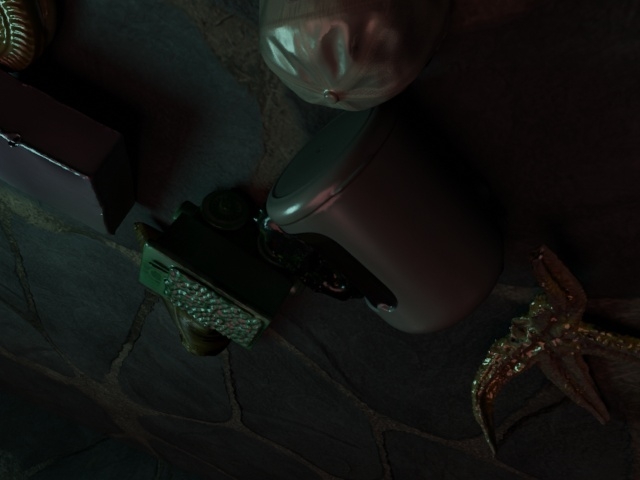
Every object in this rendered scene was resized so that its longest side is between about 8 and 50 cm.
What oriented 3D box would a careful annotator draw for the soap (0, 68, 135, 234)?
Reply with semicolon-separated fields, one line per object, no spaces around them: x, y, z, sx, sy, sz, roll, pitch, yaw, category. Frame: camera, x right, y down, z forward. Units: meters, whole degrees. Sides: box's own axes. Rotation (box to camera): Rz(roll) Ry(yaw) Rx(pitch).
-0.482;-0.148;0.903;0.296;0.107;0.285;30;156;-5;soap

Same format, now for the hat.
0.014;-0.261;0.523;0.232;0.161;0.275;0;130;24;hat

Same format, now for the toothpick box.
0.114;-0.020;0.694;0.316;0.229;0.229;43;138;-20;toothpick box

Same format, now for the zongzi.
-0.299;0.112;1.132;0.288;0.134;0.286;40;145;7;zongzi

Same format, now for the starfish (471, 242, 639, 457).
0.391;0.196;0.820;0.384;0.132;0.398;22;127;-4;starfish

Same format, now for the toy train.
-0.154;0.037;0.896;0.266;0.202;0.145;32;142;-1;toy train

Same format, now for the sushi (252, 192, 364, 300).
0.000;0.000;0.829;0.225;0.127;0.124;42;138;-20;sushi

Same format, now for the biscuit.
-0.496;-0.369;0.751;0.259;0.079;0.259;17;139;15;biscuit
